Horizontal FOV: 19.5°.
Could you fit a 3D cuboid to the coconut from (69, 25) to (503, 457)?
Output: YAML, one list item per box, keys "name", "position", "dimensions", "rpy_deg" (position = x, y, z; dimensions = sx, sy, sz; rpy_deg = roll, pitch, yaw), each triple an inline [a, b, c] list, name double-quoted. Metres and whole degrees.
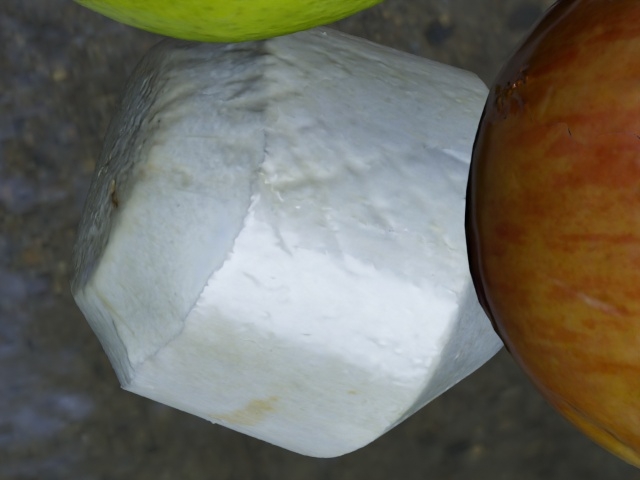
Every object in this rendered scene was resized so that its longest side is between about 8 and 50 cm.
- name: "coconut"
  position: [0.000, 0.000, 0.887]
  dimensions: [0.222, 0.202, 0.202]
  rpy_deg: [18, 128, -20]

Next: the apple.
- name: "apple"
  position: [0.102, -0.009, 0.460]
  dimensions: [0.147, 0.146, 0.146]
  rpy_deg: [-12, 139, -10]

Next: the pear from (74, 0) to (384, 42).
- name: "pear"
  position: [-0.028, -0.139, 0.464]
  dimensions: [0.180, 0.216, 0.166]
  rpy_deg: [38, 92, -6]
